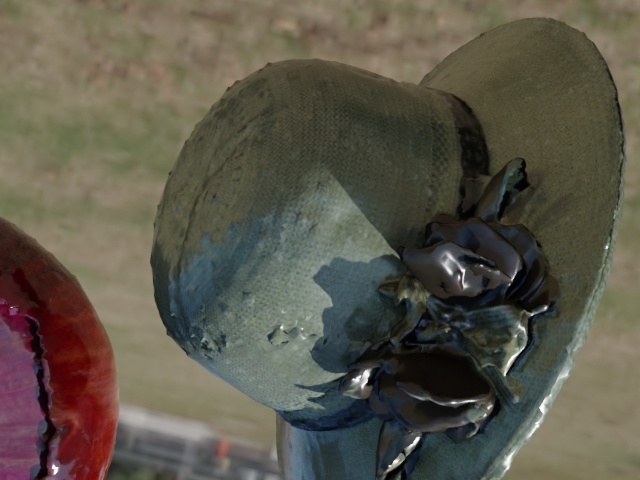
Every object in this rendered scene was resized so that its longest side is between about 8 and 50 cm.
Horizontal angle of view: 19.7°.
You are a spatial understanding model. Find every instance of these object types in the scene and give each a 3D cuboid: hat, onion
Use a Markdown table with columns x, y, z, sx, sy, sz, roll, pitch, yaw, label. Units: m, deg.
| x | y | z | sx | sy | sz | roll | pitch | yaw | label |
| --- | --- | --- | --- | --- | --- | --- | --- | --- | --- |
| 0.000 | 0.000 | 0.790 | 0.130 | 0.257 | 0.257 | 22 | 169 | -25 | hat |
| -0.225 | 0.081 | 0.957 | 0.248 | 0.248 | 0.161 | 14 | -154 | -1 | onion |
